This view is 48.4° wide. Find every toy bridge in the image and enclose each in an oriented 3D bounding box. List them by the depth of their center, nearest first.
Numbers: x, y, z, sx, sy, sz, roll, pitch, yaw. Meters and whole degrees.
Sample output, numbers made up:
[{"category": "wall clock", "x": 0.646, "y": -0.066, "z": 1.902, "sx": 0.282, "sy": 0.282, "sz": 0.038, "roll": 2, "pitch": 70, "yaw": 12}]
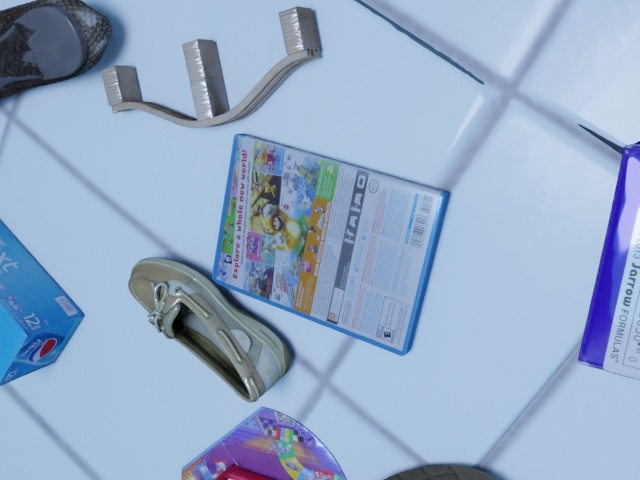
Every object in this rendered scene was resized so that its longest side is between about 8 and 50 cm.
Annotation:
[{"category": "toy bridge", "x": -0.085, "y": -0.116, "z": 0.530, "sx": 0.188, "sy": 0.026, "sz": 0.063, "roll": -8, "pitch": 97, "yaw": 29}]

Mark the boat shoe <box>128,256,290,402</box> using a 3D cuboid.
[{"category": "boat shoe", "x": -0.096, "y": 0.067, "z": 0.551, "sx": 0.153, "sy": 0.048, "sz": 0.056, "roll": 35, "pitch": 132, "yaw": 14}]

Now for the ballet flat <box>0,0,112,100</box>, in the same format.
[{"category": "ballet flat", "x": -0.268, "y": -0.164, "z": 0.605, "sx": 0.249, "sy": 0.058, "sz": 0.084, "roll": -1, "pitch": 121, "yaw": 33}]

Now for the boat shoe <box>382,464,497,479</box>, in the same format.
[{"category": "boat shoe", "x": 0.055, "y": 0.212, "z": 0.507, "sx": 0.178, "sy": 0.064, "sz": 0.060, "roll": -27, "pitch": 120, "yaw": 21}]

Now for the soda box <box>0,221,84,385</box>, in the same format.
[{"category": "soda box", "x": -0.319, "y": 0.027, "z": 0.654, "sx": 0.210, "sy": 0.067, "sz": 0.071, "roll": 44, "pitch": 116, "yaw": 14}]

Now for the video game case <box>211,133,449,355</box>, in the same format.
[{"category": "video game case", "x": 0.000, "y": 0.000, "z": 0.514, "sx": 0.166, "sy": 0.015, "sz": 0.119, "roll": 19, "pitch": 108, "yaw": 23}]

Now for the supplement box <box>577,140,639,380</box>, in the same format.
[{"category": "supplement box", "x": 0.252, "y": 0.023, "z": 0.333, "sx": 0.220, "sy": 0.114, "sz": 0.111, "roll": 14, "pitch": 105, "yaw": 26}]

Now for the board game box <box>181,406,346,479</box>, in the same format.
[{"category": "board game box", "x": -0.052, "y": 0.221, "z": 0.572, "sx": 0.168, "sy": 0.033, "sz": 0.133, "roll": -41, "pitch": 80, "yaw": 28}]
